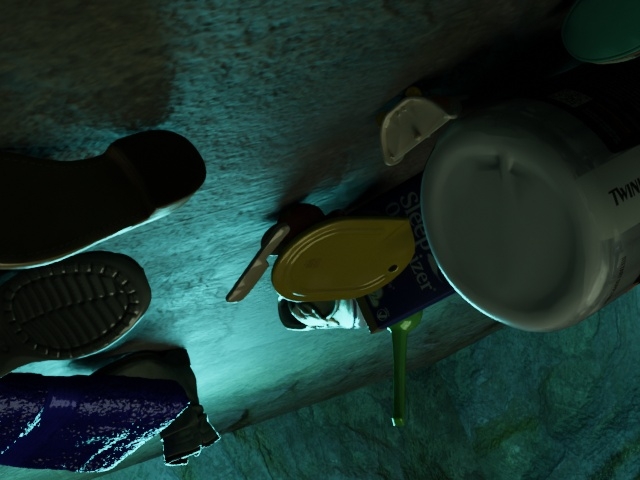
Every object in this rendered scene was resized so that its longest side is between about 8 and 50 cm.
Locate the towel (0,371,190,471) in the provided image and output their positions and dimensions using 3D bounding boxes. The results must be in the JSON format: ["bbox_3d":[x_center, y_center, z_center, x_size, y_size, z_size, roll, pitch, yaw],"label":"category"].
[{"bbox_3d":[-0.343,0.229,1.431,0.308,0.076,0.227,7,151,-39],"label":"towel"}]

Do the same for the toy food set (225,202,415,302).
[{"bbox_3d":[0.000,0.000,1.258,0.218,0.071,0.128,0,135,-36],"label":"toy food set"}]

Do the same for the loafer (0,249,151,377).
[{"bbox_3d":[-0.253,0.062,1.061,0.251,0.094,0.087,-19,-165,26],"label":"loafer"}]

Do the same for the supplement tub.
[{"bbox_3d":[0.271,-0.065,1.092,0.338,0.207,0.207,-26,172,-38],"label":"supplement tub"}]

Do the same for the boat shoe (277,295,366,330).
[{"bbox_3d":[0.006,0.078,1.527,0.094,0.109,0.302,-16,169,-12],"label":"boat shoe"}]

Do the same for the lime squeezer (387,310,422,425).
[{"bbox_3d":[0.118,0.078,1.513,0.059,0.310,0.110,-13,135,26],"label":"lime squeezer"}]

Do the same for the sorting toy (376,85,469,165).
[{"bbox_3d":[0.096,-0.111,1.035,0.075,0.045,0.083,-22,169,-48],"label":"sorting toy"}]

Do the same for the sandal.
[{"bbox_3d":[-0.189,-0.014,0.807,0.240,0.088,0.079,-18,162,-43],"label":"sandal"}]

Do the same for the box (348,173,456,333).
[{"bbox_3d":[0.124,-0.002,1.317,0.225,0.136,0.036,-30,167,26],"label":"box"}]

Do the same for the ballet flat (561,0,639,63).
[{"bbox_3d":[0.270,-0.207,0.886,0.079,0.077,0.221,-39,176,-29],"label":"ballet flat"}]

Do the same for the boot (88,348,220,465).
[{"bbox_3d":[-0.233,0.244,1.655,0.083,0.161,0.246,-30,166,26],"label":"boot"}]
